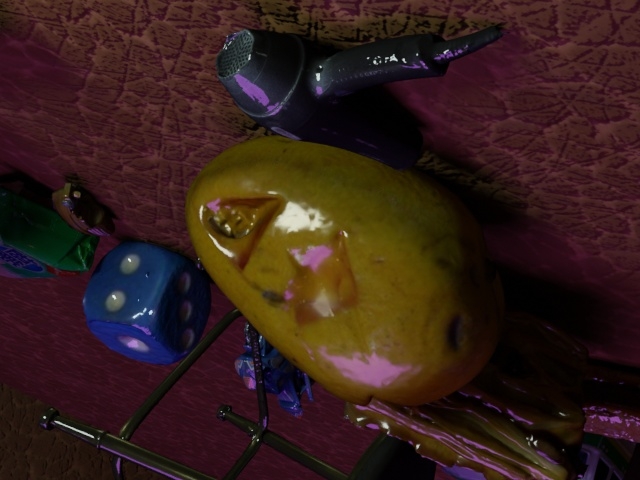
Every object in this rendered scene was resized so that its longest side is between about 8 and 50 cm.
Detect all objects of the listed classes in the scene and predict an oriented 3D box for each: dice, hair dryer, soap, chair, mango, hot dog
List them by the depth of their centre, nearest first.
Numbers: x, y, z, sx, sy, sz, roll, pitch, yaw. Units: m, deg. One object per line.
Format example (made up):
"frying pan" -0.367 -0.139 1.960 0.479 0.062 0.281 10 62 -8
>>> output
"hair dryer" 0.065 -0.131 1.230 0.235 0.091 0.271 25 159 -37
"mango" 0.022 0.024 1.465 0.365 0.253 0.182 30 -158 16
"hot dog" 0.362 0.202 1.791 0.242 0.084 0.073 9 154 35
"chair" -0.083 0.318 1.919 0.410 0.362 0.365 23 139 24
"dice" -0.255 0.091 2.076 0.143 0.146 0.146 8 156 31
"soap" -0.455 -0.011 2.096 0.218 0.098 0.273 27 164 -32

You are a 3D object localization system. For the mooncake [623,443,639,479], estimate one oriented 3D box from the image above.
"mooncake" 0.452 0.419 1.970 0.284 0.284 0.155 11 156 30

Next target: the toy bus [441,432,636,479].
"toy bus" 0.284 0.271 1.937 0.276 0.165 0.133 7 155 36

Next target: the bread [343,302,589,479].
"bread" 0.187 0.161 1.690 0.314 0.191 0.370 22 -178 9

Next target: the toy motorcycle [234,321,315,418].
"toy motorcycle" -0.069 0.196 2.200 0.076 0.114 0.205 7 155 36

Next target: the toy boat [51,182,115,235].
"toy boat" -0.328 -0.043 1.948 0.049 0.047 0.149 2 159 15
